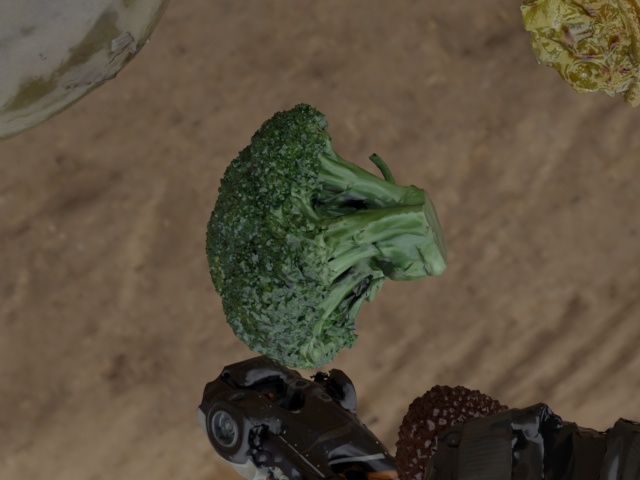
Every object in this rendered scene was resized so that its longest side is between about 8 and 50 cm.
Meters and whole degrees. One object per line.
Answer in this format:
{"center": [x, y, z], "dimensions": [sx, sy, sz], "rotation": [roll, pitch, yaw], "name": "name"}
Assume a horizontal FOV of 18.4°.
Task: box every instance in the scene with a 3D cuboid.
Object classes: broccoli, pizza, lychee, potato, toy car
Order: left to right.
{"center": [-0.217, -0.154, 1.353], "dimensions": [0.262, 0.165, 0.165], "rotation": [-20, 148, -3], "name": "potato"}
{"center": [-0.007, 0.245, 2.223], "dimensions": [0.193, 0.301, 0.118], "rotation": [-14, 136, -43], "name": "toy car"}
{"center": [0.000, 0.000, 1.914], "dimensions": [0.241, 0.261, 0.269], "rotation": [-11, 126, 16], "name": "broccoli"}
{"center": [0.122, 0.183, 1.669], "dimensions": [0.123, 0.123, 0.129], "rotation": [-20, 111, -22], "name": "lychee"}
{"center": [0.208, -0.154, 1.518], "dimensions": [0.099, 0.036, 0.160], "rotation": [-5, 141, 14], "name": "pizza"}

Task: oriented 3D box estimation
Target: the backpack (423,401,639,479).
{"center": [0.177, 0.333, 1.369], "dimensions": [0.363, 0.446, 0.255], "rotation": [0, -179, 34], "name": "backpack"}
